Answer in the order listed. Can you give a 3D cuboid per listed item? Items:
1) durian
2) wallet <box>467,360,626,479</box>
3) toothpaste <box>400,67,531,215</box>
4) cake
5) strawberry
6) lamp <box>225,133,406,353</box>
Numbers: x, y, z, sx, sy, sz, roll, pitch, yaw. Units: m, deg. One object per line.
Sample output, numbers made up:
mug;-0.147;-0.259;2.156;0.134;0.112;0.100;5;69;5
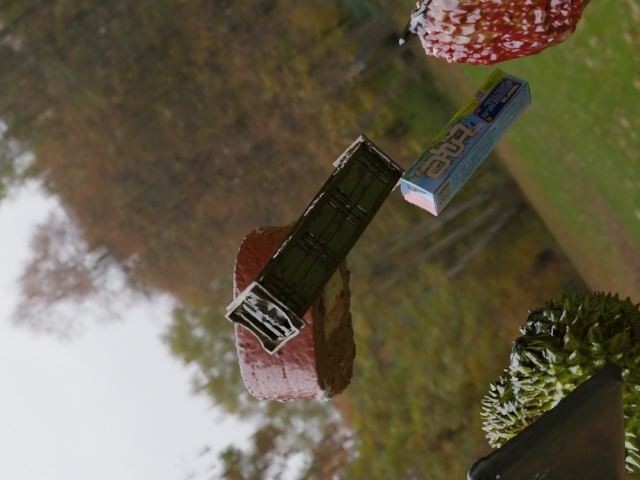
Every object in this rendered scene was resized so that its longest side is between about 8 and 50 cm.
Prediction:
durian;0.332;0.191;1.748;0.224;0.291;0.291;27;-176;8
wallet;0.196;0.201;1.144;0.030;0.146;0.285;43;167;31
toothpaste;0.163;-0.121;1.636;0.070;0.193;0.044;29;156;30
cake;-0.038;0.114;2.124;0.177;0.151;0.283;-40;-52;-73
strawberry;0.196;-0.247;1.479;0.138;0.233;0.306;52;-155;-2
lamp;0.000;0.000;1.839;0.089;0.090;0.325;40;-128;-6
